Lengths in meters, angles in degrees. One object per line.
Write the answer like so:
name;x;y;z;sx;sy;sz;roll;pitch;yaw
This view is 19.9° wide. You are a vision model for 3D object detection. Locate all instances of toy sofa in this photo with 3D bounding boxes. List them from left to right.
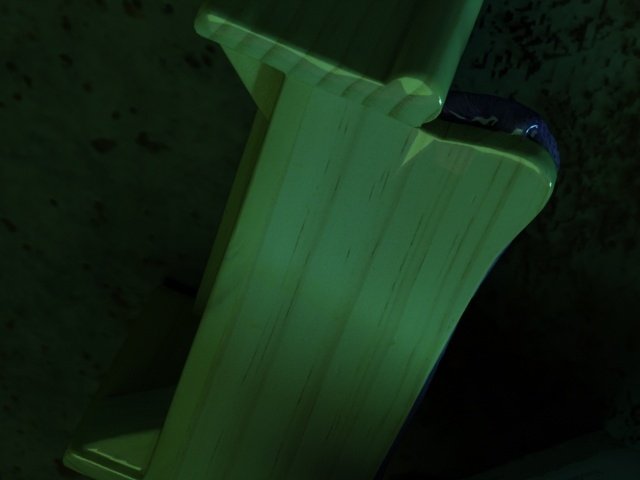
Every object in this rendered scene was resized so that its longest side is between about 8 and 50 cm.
toy sofa;0.000;0.000;0.949;0.177;0.150;0.363;22;134;1

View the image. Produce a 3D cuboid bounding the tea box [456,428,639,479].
tea box;0.095;0.314;0.949;0.220;0.329;0.324;30;119;40
